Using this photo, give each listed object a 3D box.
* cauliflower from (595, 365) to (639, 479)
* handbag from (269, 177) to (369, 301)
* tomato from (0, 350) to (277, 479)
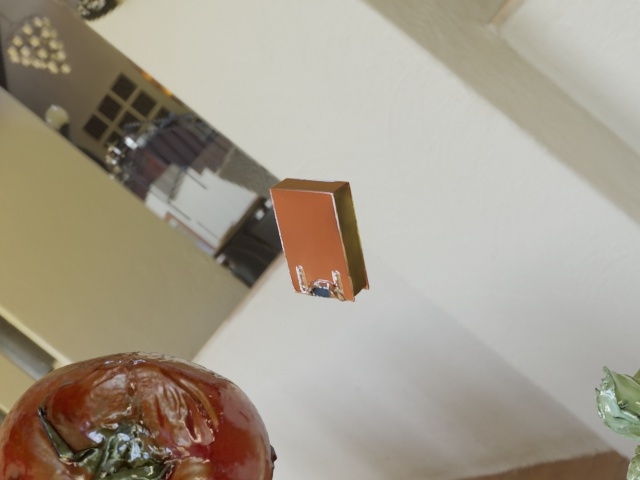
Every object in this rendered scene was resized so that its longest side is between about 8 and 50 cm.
[{"bbox_3d":[0.469,0.223,1.017,0.260,0.281,0.327,78,-157,-47],"label":"cauliflower"},{"bbox_3d":[0.000,0.000,1.325,0.127,0.190,0.063,5,28,37],"label":"handbag"},{"bbox_3d":[-0.150,0.174,0.629,0.228,0.228,0.101,-52,-22,-19],"label":"tomato"}]
